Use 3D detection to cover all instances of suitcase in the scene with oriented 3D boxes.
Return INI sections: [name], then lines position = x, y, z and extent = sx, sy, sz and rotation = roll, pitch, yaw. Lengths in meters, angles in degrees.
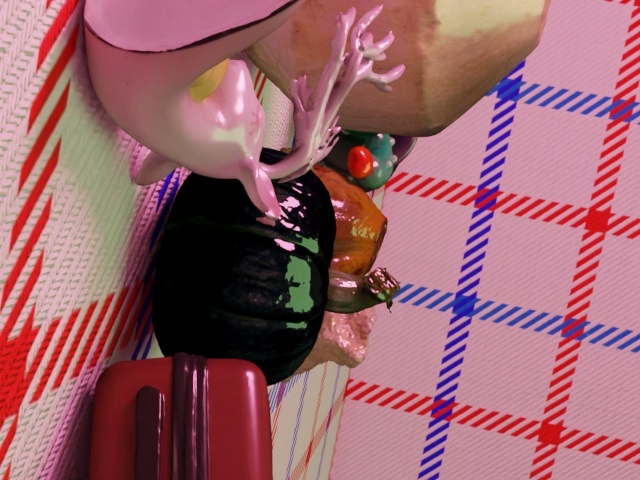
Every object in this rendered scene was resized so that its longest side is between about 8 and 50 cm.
[suitcase]
position = -0.119, 0.267, 1.014
extent = 0.236, 0.161, 0.297
rotation = 95, -6, -60

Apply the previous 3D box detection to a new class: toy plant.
[toy plant]
position = 0.067, -0.191, 1.775
extent = 0.400, 0.186, 0.279
rotation = 94, 5, -74

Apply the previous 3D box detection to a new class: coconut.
[coconut]
position = 0.090, -0.286, 1.276
extent = 0.352, 0.353, 0.352
rotation = 12, 90, -82

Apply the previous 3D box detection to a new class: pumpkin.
[pumpkin]
position = -0.045, 0.036, 1.138
extent = 0.248, 0.248, 0.247
rotation = 12, 90, -82

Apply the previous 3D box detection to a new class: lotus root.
[lotus root]
position = 0.000, 0.000, 1.655
extent = 0.188, 0.180, 0.199
rotation = 92, 12, -65

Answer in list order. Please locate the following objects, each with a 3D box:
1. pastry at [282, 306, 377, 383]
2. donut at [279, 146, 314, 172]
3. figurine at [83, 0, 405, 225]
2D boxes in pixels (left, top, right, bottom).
[pastry]
position = -0.006, 0.156, 1.801
extent = 0.258, 0.089, 0.121
rotation = -25, -134, 59
[donut]
position = -0.064, -0.041, 1.489
extent = 0.174, 0.068, 0.174
rotation = 14, 90, -75
[figurine]
position = -0.057, -0.156, 0.971
extent = 0.315, 0.207, 0.284
rotation = 97, 19, -62
